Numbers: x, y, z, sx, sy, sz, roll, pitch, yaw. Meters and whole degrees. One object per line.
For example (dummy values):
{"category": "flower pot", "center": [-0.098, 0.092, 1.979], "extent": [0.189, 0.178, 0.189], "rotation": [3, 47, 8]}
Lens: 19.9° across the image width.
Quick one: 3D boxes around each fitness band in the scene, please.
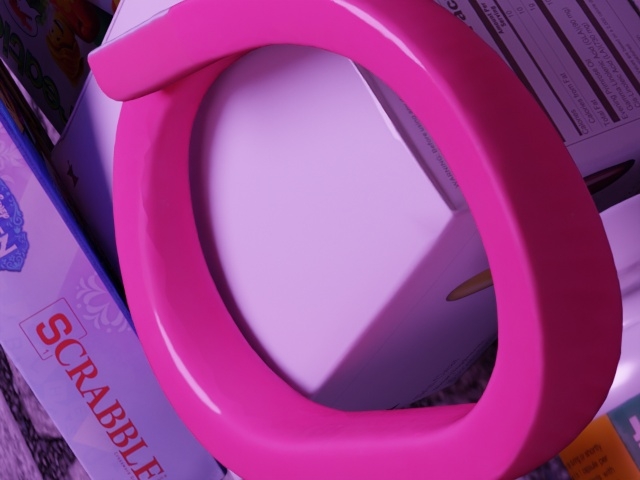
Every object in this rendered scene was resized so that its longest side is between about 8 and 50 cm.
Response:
{"category": "fitness band", "center": [0.000, 0.000, 0.706], "extent": [0.291, 0.054, 0.209], "rotation": [-12, 102, 57]}

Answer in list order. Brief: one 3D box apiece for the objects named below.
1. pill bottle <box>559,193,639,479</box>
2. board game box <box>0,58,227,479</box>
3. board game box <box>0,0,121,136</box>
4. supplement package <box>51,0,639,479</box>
{"category": "pill bottle", "center": [0.161, 0.086, 0.718], "extent": [0.208, 0.117, 0.117], "rotation": [63, 147, 12]}
{"category": "board game box", "center": [-0.182, -0.039, 1.011], "extent": [0.318, 0.066, 0.318], "rotation": [61, 176, -25]}
{"category": "board game box", "center": [-0.160, -0.181, 1.105], "extent": [0.305, 0.053, 0.193], "rotation": [50, 144, 27]}
{"category": "supplement package", "center": [0.010, -0.047, 0.843], "extent": [0.204, 0.145, 0.262], "rotation": [59, 147, 17]}
